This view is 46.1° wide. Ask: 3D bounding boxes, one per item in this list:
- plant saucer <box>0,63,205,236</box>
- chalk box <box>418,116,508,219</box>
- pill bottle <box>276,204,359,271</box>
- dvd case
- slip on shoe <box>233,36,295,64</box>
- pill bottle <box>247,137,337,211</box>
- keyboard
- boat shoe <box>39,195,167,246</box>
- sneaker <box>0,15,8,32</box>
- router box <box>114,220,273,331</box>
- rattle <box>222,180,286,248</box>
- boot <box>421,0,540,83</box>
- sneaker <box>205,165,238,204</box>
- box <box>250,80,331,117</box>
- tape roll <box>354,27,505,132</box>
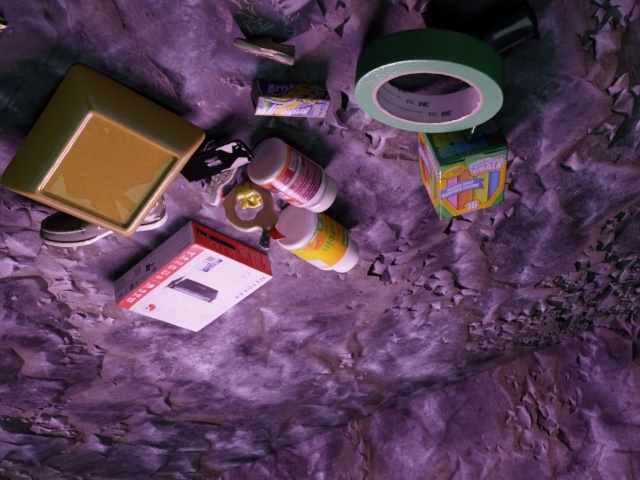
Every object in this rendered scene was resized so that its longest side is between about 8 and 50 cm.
[{"bbox_3d":[-0.462,-0.162,1.633,0.333,0.081,0.333,26,113,-37],"label":"plant saucer"},{"bbox_3d":[0.349,-0.221,1.867,0.179,0.180,0.289,-15,143,-1],"label":"chalk box"},{"bbox_3d":[0.000,0.000,2.068,0.136,0.136,0.245,-33,141,22],"label":"pill bottle"},{"bbox_3d":[-0.101,-0.477,1.484,0.164,0.018,0.221,-22,144,10],"label":"dvd case"},{"bbox_3d":[-0.113,-0.398,1.541,0.135,0.051,0.041,13,99,-24],"label":"slip on shoe"},{"bbox_3d":[-0.064,-0.155,1.847,0.121,0.121,0.221,-34,140,24],"label":"pill bottle"},{"bbox_3d":[-0.256,-0.203,1.778,0.192,0.038,0.100,-17,136,22],"label":"keyboard"},{"bbox_3d":[-0.525,-0.065,1.812,0.305,0.109,0.091,-12,144,-15],"label":"boat shoe"},{"bbox_3d":[-0.620,-0.401,1.379,0.083,0.031,0.035,15,135,-36],"label":"sneaker"},{"bbox_3d":[-0.357,0.110,2.129,0.335,0.082,0.301,-36,140,26],"label":"router box"},{"bbox_3d":[-0.144,-0.044,1.869,0.130,0.199,0.143,-42,159,-18],"label":"rattle"},{"bbox_3d":[0.349,-0.458,1.613,0.207,0.094,0.246,-28,147,20],"label":"boot"},{"bbox_3d":[-0.232,-0.155,1.857,0.065,0.061,0.158,-20,157,-45],"label":"sneaker"},{"bbox_3d":[-0.066,-0.315,1.681,0.169,0.059,0.054,-1,141,-20],"label":"box"},{"bbox_3d":[0.235,-0.338,1.635,0.321,0.077,0.321,5,162,2],"label":"tape roll"}]
